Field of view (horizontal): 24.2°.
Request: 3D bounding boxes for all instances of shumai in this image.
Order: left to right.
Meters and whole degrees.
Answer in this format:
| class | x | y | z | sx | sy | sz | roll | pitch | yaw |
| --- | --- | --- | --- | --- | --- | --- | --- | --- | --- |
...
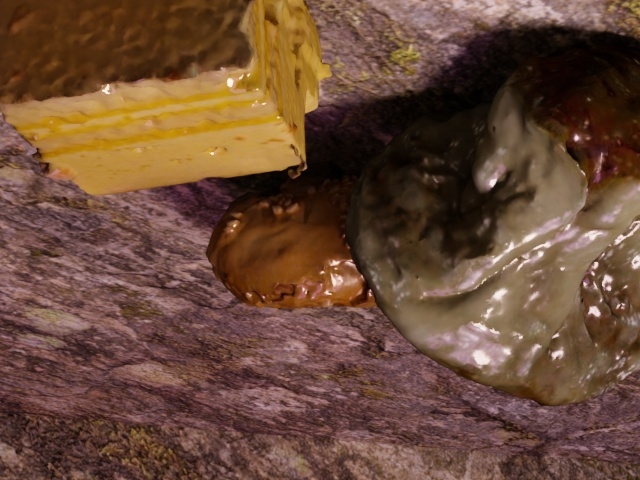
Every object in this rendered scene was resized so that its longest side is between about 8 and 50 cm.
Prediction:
| class | x | y | z | sx | sy | sz | roll | pitch | yaw |
| --- | --- | --- | --- | --- | --- | --- | --- | --- | --- |
| shumai | 0.253 | -0.042 | 1.549 | 0.397 | 0.324 | 0.323 | 10 | 139 | -29 |

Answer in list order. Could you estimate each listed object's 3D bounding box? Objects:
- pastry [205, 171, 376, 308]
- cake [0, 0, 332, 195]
| class | x | y | z | sx | sy | sz | roll | pitch | yaw |
| --- | --- | --- | --- | --- | --- | --- | --- | --- | --- |
| pastry | 0.000 | 0.000 | 1.758 | 0.255 | 0.162 | 0.311 | 1 | 180 | 1 |
| cake | -0.124 | -0.164 | 1.268 | 0.227 | 0.222 | 0.286 | -5 | 159 | 11 |
